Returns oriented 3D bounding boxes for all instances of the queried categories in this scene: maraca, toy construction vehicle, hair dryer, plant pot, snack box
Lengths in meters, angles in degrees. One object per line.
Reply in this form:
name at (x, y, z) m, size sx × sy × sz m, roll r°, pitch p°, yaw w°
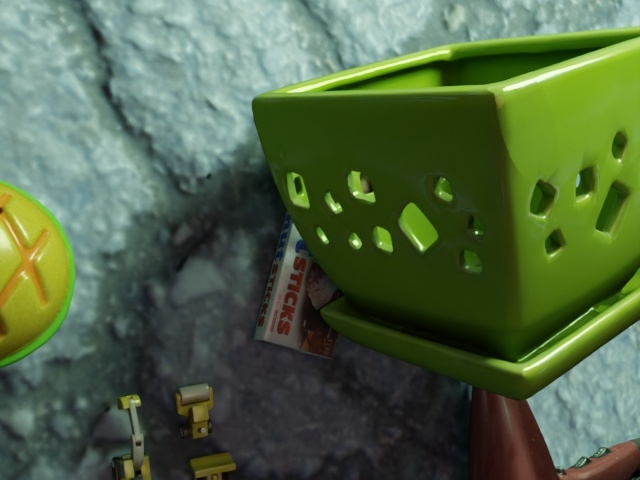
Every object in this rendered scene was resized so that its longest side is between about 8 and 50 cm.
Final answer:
maraca at (-0.239, 0.017, 0.452) m, size 0.185 × 0.099 × 0.127 m, roll 5°, pitch 71°, yaw -30°
toy construction vehicle at (-0.102, 0.155, 0.549) m, size 0.085 × 0.035 × 0.098 m, roll -2°, pitch 88°, yaw -26°
hair dryer at (0.217, 0.223, 0.697) m, size 0.293 × 0.080 × 0.224 m, roll 48°, pitch 53°, yaw -22°
plant pot at (0.117, -0.028, 0.551) m, size 0.228 × 0.227 × 0.207 m, roll -24°, pitch 111°, yaw -34°
snack box at (0.000, 0.000, 0.615) m, size 0.064 × 0.022 × 0.178 m, roll 19°, pitch 79°, yaw -25°
